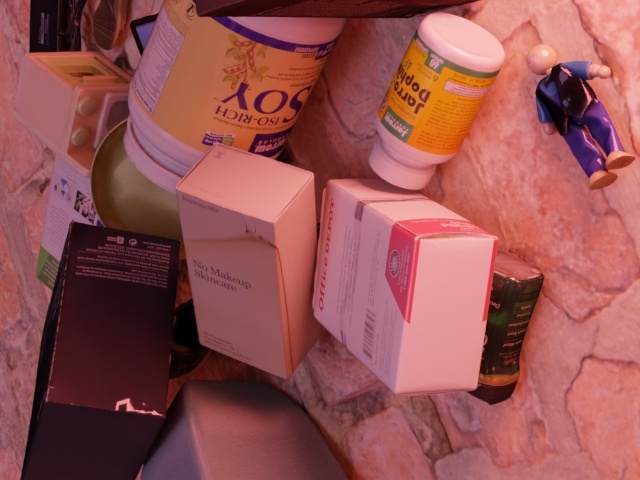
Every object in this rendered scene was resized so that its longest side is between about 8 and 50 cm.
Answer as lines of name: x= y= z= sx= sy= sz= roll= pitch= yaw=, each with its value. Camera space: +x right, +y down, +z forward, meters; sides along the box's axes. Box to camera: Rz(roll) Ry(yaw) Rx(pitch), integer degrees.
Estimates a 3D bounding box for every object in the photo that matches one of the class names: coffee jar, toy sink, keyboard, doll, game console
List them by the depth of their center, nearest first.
doll: x=0.303 y=-0.158 z=1.472 sx=0.189 sy=0.046 sz=0.129 roll=63 pitch=143 yaw=25
coffee jar: x=0.218 y=0.112 z=1.587 sx=0.096 sy=0.079 sz=0.184 roll=27 pitch=117 yaw=40
game console: x=-0.230 y=-0.318 z=1.964 sx=0.107 sy=0.071 sz=0.122 roll=-32 pitch=75 yaw=44
toy sink: x=-0.381 y=-0.218 z=2.081 sx=0.234 sy=0.153 sz=0.131 roll=38 pitch=122 yaw=36
keyboard: x=-0.467 y=-0.373 z=2.224 sx=0.201 sy=0.033 sz=0.317 roll=24 pitch=115 yaw=48

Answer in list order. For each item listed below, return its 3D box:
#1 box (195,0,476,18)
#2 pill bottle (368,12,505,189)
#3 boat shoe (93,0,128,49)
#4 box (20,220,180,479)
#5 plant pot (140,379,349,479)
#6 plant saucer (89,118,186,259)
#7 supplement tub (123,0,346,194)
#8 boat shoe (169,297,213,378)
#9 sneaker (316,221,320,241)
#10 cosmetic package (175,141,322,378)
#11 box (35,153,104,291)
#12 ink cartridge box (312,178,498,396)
box: x=0.021 y=-0.369 z=1.476 sx=0.143 sy=0.381 sz=0.191 roll=-5 pitch=94 yaw=46
pill bottle: x=0.140 y=-0.172 z=1.583 sx=0.117 sy=0.117 sz=0.208 roll=46 pitch=127 yaw=29
boat shoe: x=-0.345 y=-0.393 z=2.095 sx=0.056 sy=0.048 sz=0.153 roll=27 pitch=123 yaw=26
box: x=-0.350 y=0.200 z=1.965 sx=0.343 sy=0.179 sz=0.312 roll=120 pitch=157 yaw=-53
plant pot: x=-0.140 y=0.352 z=1.890 sx=0.248 sy=0.247 sz=0.252 roll=-57 pitch=42 yaw=36
plant saucer: x=-0.248 y=-0.088 z=1.983 sx=0.241 sy=0.037 sz=0.241 roll=3 pitch=104 yaw=11
supplement tub: x=-0.130 y=-0.242 z=1.757 sx=0.241 sy=0.241 sz=0.331 roll=49 pitch=129 yaw=28
boat shoe: x=-0.215 y=0.150 z=2.024 sx=0.285 sy=0.092 sz=0.103 roll=-36 pitch=72 yaw=43
sneaker: x=0.000 y=0.000 z=1.795 sx=0.078 sy=0.067 sz=0.188 roll=37 pitch=125 yaw=27
cosmetic package: x=-0.093 y=0.032 z=1.730 sx=0.160 sy=0.113 sz=0.309 roll=19 pitch=138 yaw=23
box: x=-0.403 y=-0.022 z=2.211 sx=0.232 sy=0.058 sz=0.322 roll=35 pitch=120 yaw=36
ink cartridge box: x=0.100 y=0.050 z=1.601 sx=0.283 sy=0.117 sz=0.207 roll=-141 pitch=54 yaw=-63
